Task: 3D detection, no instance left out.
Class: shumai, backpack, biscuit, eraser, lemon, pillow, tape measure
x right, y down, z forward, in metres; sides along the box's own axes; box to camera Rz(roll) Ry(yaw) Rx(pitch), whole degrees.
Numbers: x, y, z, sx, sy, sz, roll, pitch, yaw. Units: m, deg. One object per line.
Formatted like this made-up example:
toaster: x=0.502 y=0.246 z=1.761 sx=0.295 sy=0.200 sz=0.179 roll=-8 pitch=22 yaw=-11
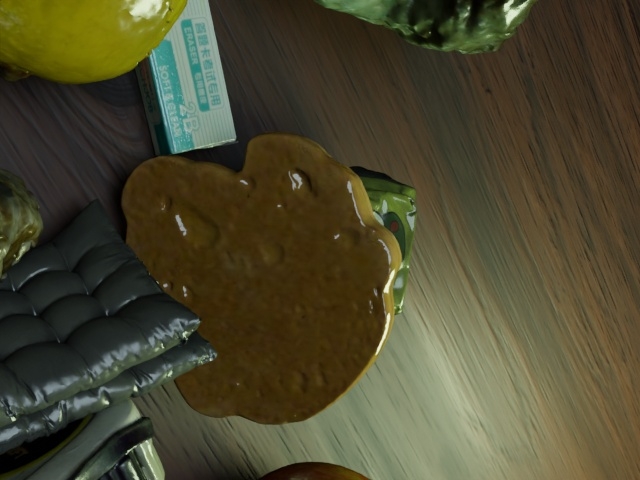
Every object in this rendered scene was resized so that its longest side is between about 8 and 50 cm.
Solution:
shumai: x=0.095 y=-0.405 z=1.105 sx=0.323 sy=0.397 sz=0.324 roll=0 pitch=118 yaw=-15
backpack: x=0.000 y=0.000 z=1.147 sx=0.253 sy=0.140 sz=0.207 roll=9 pitch=84 yaw=-29
biscuit: x=-0.070 y=0.037 z=1.021 sx=0.351 sy=0.312 sz=0.057 roll=60 pitch=13 yaw=-2
eraser: x=-0.171 y=-0.218 z=1.059 sx=0.096 sy=0.052 sz=0.225 roll=-18 pitch=103 yaw=-33
lemon: x=-0.249 y=-0.304 z=0.858 sx=0.297 sy=0.297 sz=0.297 roll=-1 pitch=92 yaw=-37
pillow: x=-0.300 y=0.094 z=0.874 sx=0.326 sy=0.228 sz=0.101 roll=-23 pitch=136 yaw=-31
tape measure: x=-0.252 y=0.246 z=0.873 sx=0.231 sy=0.271 sz=0.133 roll=-31 pitch=110 yaw=-31

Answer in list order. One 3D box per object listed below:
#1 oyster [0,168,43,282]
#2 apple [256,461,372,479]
oyster: x=-0.373 y=0.004 z=0.798 sx=0.341 sy=0.166 sz=0.110 roll=-22 pitch=149 yaw=-53
apple: x=-0.001 y=0.424 z=1.073 sx=0.302 sy=0.301 sz=0.301 roll=-1 pitch=92 yaw=-37
